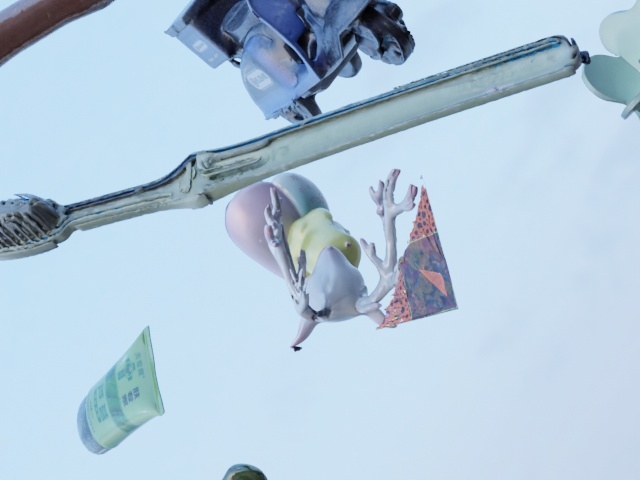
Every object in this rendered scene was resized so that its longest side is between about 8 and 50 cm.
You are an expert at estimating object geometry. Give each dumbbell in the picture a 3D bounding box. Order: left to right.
[{"bbox_3d":[-0.081,0.246,1.470,0.052,0.046,0.118,-54,2,24],"label":"dumbbell"}]

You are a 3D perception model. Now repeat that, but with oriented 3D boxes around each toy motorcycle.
[{"bbox_3d":[-0.036,-0.226,1.684,0.125,0.213,0.358,-54,11,-17],"label":"toy motorcycle"}]

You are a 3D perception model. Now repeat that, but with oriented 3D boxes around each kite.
[{"bbox_3d":[0.128,0.048,1.955,0.008,0.125,0.222,-6,-55,-34],"label":"kite"}]

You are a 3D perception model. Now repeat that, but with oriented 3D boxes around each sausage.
[{"bbox_3d":[-0.231,-0.175,1.319,0.186,0.043,0.043,-38,-27,-33],"label":"sausage"}]

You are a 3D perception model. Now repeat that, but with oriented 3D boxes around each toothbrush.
[{"bbox_3d":[-0.027,-0.036,0.702,0.028,0.294,0.026,50,-150,-54],"label":"toothbrush"}]

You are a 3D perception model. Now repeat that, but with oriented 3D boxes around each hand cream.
[{"bbox_3d":[-0.206,0.165,1.695,0.046,0.095,0.175,2,-27,-29],"label":"hand cream"}]

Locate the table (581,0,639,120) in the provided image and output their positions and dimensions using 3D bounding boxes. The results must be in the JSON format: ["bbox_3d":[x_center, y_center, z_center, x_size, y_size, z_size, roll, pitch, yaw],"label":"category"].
[{"bbox_3d":[0.363,-0.204,1.531,0.166,0.166,0.198,-41,-11,-41],"label":"table"}]

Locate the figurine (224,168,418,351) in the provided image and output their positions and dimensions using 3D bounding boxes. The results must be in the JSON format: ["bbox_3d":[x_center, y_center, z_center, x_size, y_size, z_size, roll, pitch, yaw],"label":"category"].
[{"bbox_3d":[-0.011,0.008,2.230,0.206,0.316,0.284,-21,-55,-20],"label":"figurine"}]
